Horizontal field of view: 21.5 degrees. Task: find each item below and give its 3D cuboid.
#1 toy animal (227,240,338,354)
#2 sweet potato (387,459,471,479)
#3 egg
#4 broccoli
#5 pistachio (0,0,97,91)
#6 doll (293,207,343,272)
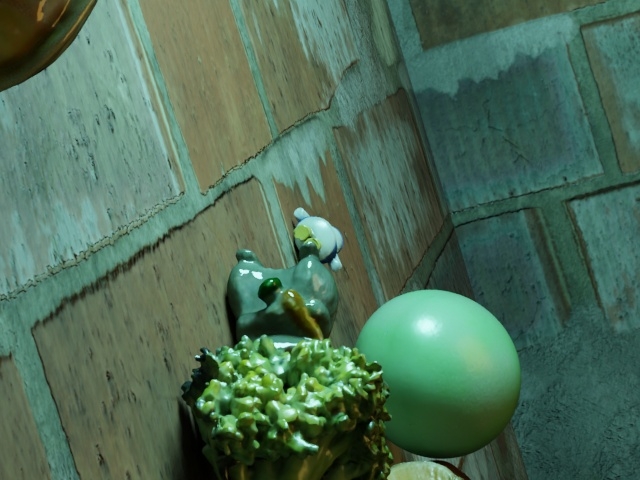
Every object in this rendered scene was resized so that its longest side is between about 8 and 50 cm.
[{"bbox_3d":[-0.038,0.125,1.766,0.127,0.125,0.251,31,43,-30],"label":"toy animal"},{"bbox_3d":[0.163,0.369,2.308,0.336,0.131,0.131,38,39,-71],"label":"sweet potato"},{"bbox_3d":[0.156,0.178,2.277,0.270,0.220,0.220,50,26,-48],"label":"egg"},{"bbox_3d":[-0.003,0.200,1.527,0.273,0.180,0.242,56,-10,51],"label":"broccoli"},{"bbox_3d":[-0.225,-0.218,1.198,0.299,0.187,0.187,-83,155,-49],"label":"pistachio"},{"bbox_3d":[0.000,0.000,2.199,0.099,0.057,0.143,55,9,8],"label":"doll"}]
